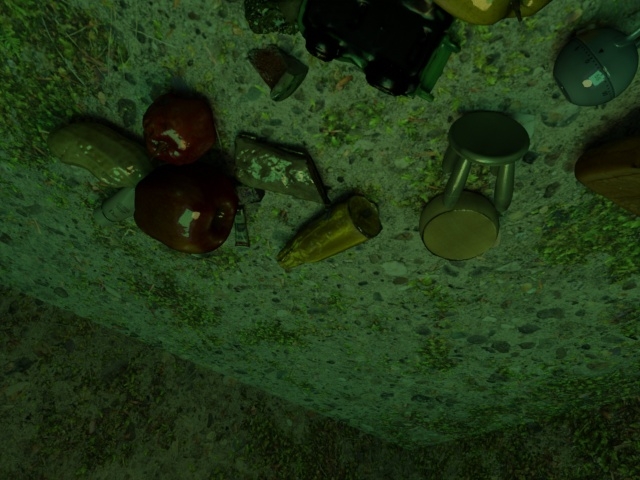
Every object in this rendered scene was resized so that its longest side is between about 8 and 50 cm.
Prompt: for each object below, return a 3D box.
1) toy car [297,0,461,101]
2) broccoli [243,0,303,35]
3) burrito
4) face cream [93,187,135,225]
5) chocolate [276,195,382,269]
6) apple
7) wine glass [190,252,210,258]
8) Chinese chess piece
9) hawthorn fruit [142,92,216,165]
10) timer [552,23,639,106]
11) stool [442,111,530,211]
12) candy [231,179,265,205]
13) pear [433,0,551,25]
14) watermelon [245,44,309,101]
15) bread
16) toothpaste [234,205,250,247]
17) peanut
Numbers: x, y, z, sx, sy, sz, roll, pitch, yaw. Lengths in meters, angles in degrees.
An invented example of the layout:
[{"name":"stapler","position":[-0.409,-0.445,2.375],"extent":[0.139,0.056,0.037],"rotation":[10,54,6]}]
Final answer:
[{"name":"toy car","position":[0.136,-0.452,0.950],"extent":[0.358,0.176,0.214],"rotation":[25,107,-2]},{"name":"broccoli","position":[-0.093,-0.535,0.961],"extent":[0.162,0.138,0.146],"rotation":[-20,137,-24]},{"name":"burrito","position":[-0.111,-0.211,1.343],"extent":[0.347,0.107,0.175],"rotation":[19,139,-4]},{"name":"face cream","position":[-0.710,-0.146,1.604],"extent":[0.314,0.089,0.143],"rotation":[-24,129,21]},{"name":"chocolate","position":[0.000,0.000,1.512],"extent":[0.162,0.162,0.445],"rotation":[38,135,-26]},{"name":"apple","position":[-0.412,-0.104,1.347],"extent":[0.316,0.288,0.288],"rotation":[13,141,21]},{"name":"wine glass","position":[-0.415,-0.030,1.568],"extent":[0.122,0.183,0.122],"rotation":[8,138,7]},{"name":"Chinese chess piece","position":[0.444,-0.043,1.391],"extent":[0.249,0.103,0.250],"rotation":[7,138,6]},{"name":"hawthorn fruit","position":[-0.417,-0.297,1.219],"extent":[0.207,0.243,0.208],"rotation":[10,134,11]},{"name":"timer","position":[0.616,-0.412,0.917],"extent":[0.175,0.175,0.256],"rotation":[27,110,-16]},{"name":"stool","position":[0.422,-0.207,1.146],"extent":[0.195,0.196,0.199],"rotation":[6,143,7]},{"name":"candy","position":[-0.344,-0.155,1.501],"extent":[0.311,0.061,0.088],"rotation":[-7,133,22]},{"name":"pear","position":[0.271,-0.536,0.714],"extent":[0.336,0.284,0.285],"rotation":[45,143,19]},{"name":"watermelon","position":[-0.101,-0.443,1.127],"extent":[0.098,0.121,0.158],"rotation":[-45,70,29]},{"name":"bread","position":[0.840,-0.164,1.040],"extent":[0.327,0.148,0.337],"rotation":[27,176,-6]},{"name":"toothpaste","position":[-0.302,-0.047,1.631],"extent":[0.062,0.039,0.239],"rotation":[5,141,-1]},{"name":"peanut","position":[-0.688,-0.280,1.383],"extent":[0.339,0.158,0.174],"rotation":[32,135,-12]}]
